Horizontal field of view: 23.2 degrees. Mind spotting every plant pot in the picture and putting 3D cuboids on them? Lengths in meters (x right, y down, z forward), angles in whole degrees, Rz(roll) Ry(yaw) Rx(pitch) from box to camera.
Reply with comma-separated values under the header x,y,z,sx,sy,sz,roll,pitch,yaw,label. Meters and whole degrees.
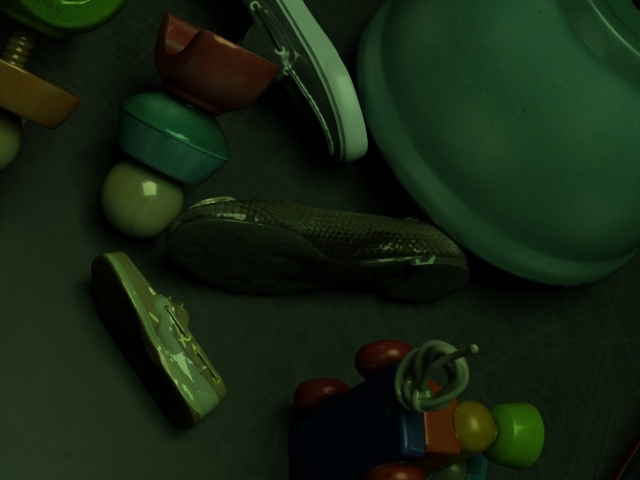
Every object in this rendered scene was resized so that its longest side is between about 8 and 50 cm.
x,y,z,sx,sy,sz,roll,pitch,yaw,label
0.201,-0.139,1.215,0.293,0.196,0.293,19,50,-24,plant pot

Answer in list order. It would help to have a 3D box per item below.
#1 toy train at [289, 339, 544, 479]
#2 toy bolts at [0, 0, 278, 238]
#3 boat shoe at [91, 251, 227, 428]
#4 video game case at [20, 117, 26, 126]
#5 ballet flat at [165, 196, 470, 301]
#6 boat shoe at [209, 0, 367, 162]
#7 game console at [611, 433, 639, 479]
x,y,z,sx,sy,sz,roll,pitch,yaw,label
0.091,0.125,1.046,0.143,0.248,0.105,10,64,-28,toy train
-0.171,-0.105,1.101,0.229,0.218,0.158,25,94,-25,toy bolts
-0.112,0.064,1.090,0.045,0.050,0.135,-31,94,-37,boat shoe
-0.295,-0.083,1.065,0.157,0.019,0.143,34,51,-14,video game case
0.000,0.000,1.158,0.250,0.084,0.058,6,54,-27,ballet flat
-0.043,-0.153,1.208,0.076,0.080,0.228,-25,83,-15,boat shoe
0.402,0.270,1.248,0.386,0.060,0.342,42,56,-4,game console
